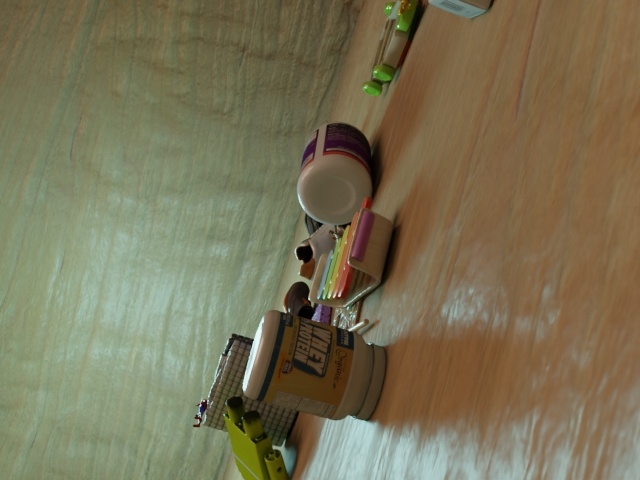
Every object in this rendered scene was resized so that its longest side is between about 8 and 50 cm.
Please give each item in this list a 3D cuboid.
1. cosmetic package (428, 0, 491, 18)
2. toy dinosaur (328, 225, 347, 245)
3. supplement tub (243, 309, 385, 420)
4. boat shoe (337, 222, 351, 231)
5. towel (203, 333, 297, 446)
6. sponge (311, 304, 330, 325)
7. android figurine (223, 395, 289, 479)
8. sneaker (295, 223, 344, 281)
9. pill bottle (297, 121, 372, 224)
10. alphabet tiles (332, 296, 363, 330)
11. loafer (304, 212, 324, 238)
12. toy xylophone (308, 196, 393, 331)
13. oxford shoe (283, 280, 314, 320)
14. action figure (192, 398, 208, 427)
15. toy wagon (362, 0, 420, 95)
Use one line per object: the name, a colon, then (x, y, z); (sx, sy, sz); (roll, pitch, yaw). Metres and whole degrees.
cosmetic package: (0.258, -0.488, 0.994); (0.117, 0.085, 0.231); (-103, 32, -76)
toy dinosaur: (0.058, 0.013, 1.591); (0.183, 0.053, 0.093); (-103, 10, -52)
supplement tub: (-0.011, 0.202, 0.988); (0.144, 0.199, 0.144); (-164, 90, -83)
boat shoe: (0.061, -0.072, 1.700); (0.133, 0.048, 0.042); (-101, 24, -60)
towel: (-0.166, 0.392, 1.651); (0.121, 0.235, 0.284); (-74, 4, -66)
sponge: (-0.008, 0.250, 1.556); (0.210, 0.031, 0.117); (-81, 10, -48)
android figurine: (-0.163, 0.522, 1.529); (0.248, 0.056, 0.273); (17, 125, 53)
sneaker: (0.000, 0.000, 1.719); (0.290, 0.123, 0.106); (-79, 7, -51)
pill bottle: (0.041, -0.187, 1.586); (0.323, 0.181, 0.182); (-83, 12, -58)
alphabet tiles: (0.046, 0.201, 1.341); (0.237, 0.009, 0.198); (121, 164, -66)
loafer: (0.009, -0.031, 1.938); (0.084, 0.096, 0.268); (-44, 30, 33)
toy xylophone: (0.054, 0.072, 1.223); (0.323, 0.081, 0.236); (123, 164, -59)
oxford shoe: (-0.049, 0.209, 1.824); (0.098, 0.097, 0.271); (-45, 26, 32)
action figure: (-0.321, 0.456, 1.665); (0.115, 0.030, 0.038); (-80, -1, -76)
toy wagon: (0.200, -0.551, 1.665); (0.344, 0.068, 0.267); (149, 137, -79)
